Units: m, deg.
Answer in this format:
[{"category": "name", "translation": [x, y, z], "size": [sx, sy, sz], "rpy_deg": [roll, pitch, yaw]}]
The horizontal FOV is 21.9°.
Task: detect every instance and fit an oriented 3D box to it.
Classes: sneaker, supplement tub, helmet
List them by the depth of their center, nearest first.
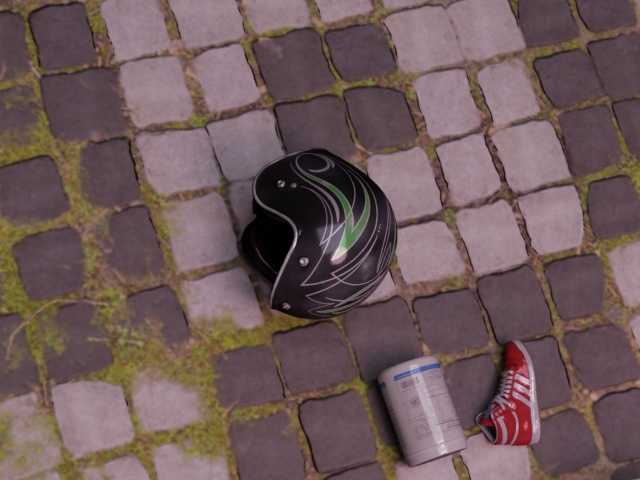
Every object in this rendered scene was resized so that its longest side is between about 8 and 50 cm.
[{"category": "helmet", "translation": [0.000, 0.000, 1.753], "size": [0.169, 0.169, 0.161], "rpy_deg": [-25, 66, -23]}, {"category": "supplement tub", "translation": [0.109, 0.183, 1.778], "size": [0.071, 0.071, 0.107], "rpy_deg": [-15, 79, -21]}, {"category": "sneaker", "translation": [0.203, 0.169, 1.827], "size": [0.067, 0.042, 0.118], "rpy_deg": [-3, 76, -22]}]

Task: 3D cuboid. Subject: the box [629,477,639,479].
[{"category": "box", "translation": [0.334, 0.399, 1.726], "size": [0.169, 0.087, 0.290], "rpy_deg": [-17, 73, 22]}]
